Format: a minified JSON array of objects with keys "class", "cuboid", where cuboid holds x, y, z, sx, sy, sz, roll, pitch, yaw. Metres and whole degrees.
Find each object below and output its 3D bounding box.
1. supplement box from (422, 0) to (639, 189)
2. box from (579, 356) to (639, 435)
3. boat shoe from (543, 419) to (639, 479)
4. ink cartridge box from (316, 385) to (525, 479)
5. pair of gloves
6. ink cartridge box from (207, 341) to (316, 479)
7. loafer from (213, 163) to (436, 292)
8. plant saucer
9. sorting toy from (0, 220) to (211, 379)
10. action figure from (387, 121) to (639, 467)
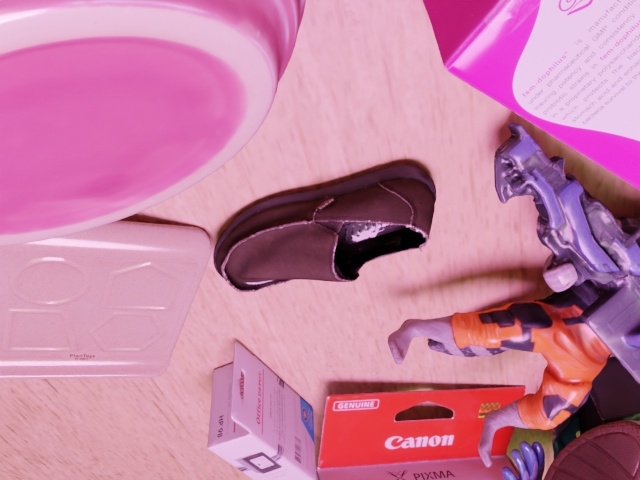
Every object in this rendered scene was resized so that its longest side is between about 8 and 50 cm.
[{"class":"supplement box","cuboid":[0.191,-0.136,0.468,0.219,0.114,0.111,23,130,-27]},{"class":"box","cuboid":[0.463,0.226,0.838,0.261,0.103,0.185,-12,118,7]},{"class":"boat shoe","cuboid":[0.312,0.302,0.800,0.095,0.095,0.258,6,127,-36]},{"class":"ink cartridge box","cuboid":[0.129,0.305,0.875,0.274,0.060,0.239,0,117,-14]},{"class":"pair of gloves","cuboid":[0.293,0.290,0.888,0.023,0.198,0.159,19,140,43]},{"class":"ink cartridge box","cuboid":[-0.075,0.210,0.799,0.060,0.104,0.180,-23,132,19]},{"class":"loafer","cuboid":[0.000,0.000,0.612,0.219,0.078,0.080,-22,133,16]},{"class":"plant saucer","cuboid":[-0.155,-0.085,0.393,0.331,0.084,0.332,-22,166,-6]},{"class":"sorting toy","cuboid":[-0.224,0.058,0.668,0.192,0.038,0.208,5,131,-26]},{"class":"action figure","cuboid":[0.229,0.041,0.661,0.330,0.178,0.341,-32,102,17]}]
